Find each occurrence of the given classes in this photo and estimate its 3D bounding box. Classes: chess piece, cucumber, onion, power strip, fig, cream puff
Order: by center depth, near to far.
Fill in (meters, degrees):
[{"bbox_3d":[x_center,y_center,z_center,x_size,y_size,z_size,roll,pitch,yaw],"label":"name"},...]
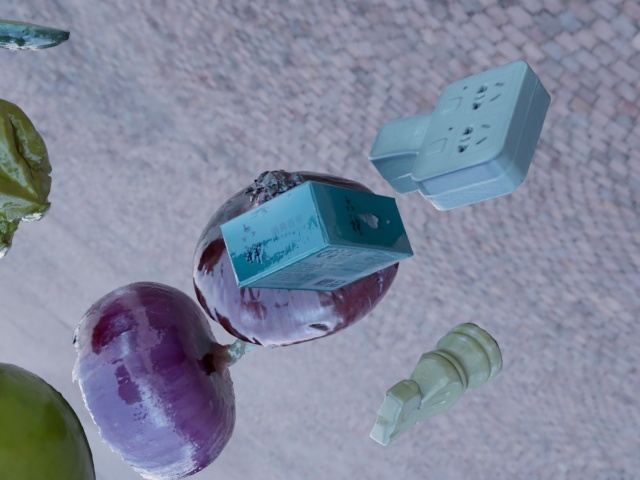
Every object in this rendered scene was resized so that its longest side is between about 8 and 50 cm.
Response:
[{"bbox_3d":[-0.352,-0.241,1.412,0.107,0.035,0.067,6,-171,-15],"label":"cucumber"},{"bbox_3d":[-0.440,0.304,1.531,0.343,0.343,0.343,34,162,13],"label":"fig"},{"bbox_3d":[0.143,0.188,1.539,0.090,0.200,0.090,26,130,34],"label":"chess piece"},{"bbox_3d":[0.220,-0.136,1.848,0.261,0.229,0.141,-15,128,38],"label":"power strip"},{"bbox_3d":[-0.048,-0.004,1.890,0.347,0.347,0.285,24,142,37],"label":"onion"},{"bbox_3d":[-0.587,-0.071,1.981,0.257,0.324,0.291,47,169,15],"label":"cream puff"},{"bbox_3d":[-0.272,0.236,2.107,0.345,0.358,0.358,-34,112,29],"label":"onion"}]

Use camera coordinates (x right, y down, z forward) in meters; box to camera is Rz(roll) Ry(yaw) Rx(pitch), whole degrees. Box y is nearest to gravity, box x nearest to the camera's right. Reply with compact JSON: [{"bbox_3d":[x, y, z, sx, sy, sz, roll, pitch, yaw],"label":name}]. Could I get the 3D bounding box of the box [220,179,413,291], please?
[{"bbox_3d":[0.000,0.000,1.610,0.245,0.153,0.092,9,-120,-60],"label":"box"}]
